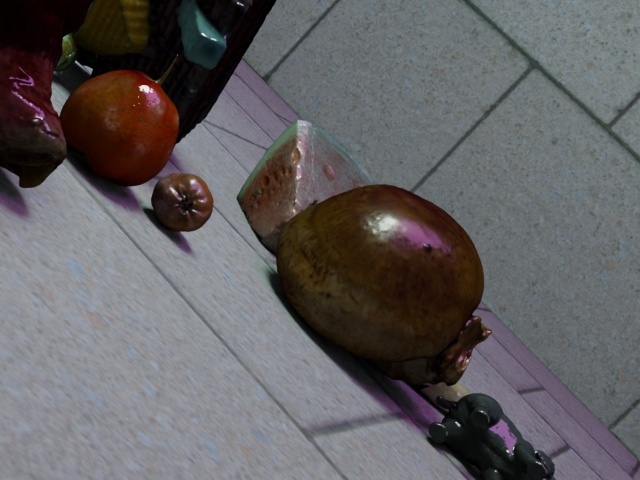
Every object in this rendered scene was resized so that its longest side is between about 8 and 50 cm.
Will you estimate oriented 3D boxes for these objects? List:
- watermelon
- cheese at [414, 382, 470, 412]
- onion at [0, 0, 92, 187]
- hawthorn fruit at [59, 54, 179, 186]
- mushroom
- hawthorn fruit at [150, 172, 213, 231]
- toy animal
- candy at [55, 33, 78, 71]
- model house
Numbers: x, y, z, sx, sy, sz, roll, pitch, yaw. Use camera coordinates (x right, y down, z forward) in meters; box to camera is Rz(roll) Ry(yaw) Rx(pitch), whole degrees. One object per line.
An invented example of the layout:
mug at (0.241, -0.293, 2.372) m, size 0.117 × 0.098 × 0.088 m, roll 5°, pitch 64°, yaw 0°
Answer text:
watermelon at (0.000, 0.000, 1.720) m, size 0.318 × 0.148 × 0.226 m, roll 58°, pitch 27°, yaw 2°
cheese at (0.125, 0.168, 1.654) m, size 0.194 × 0.043 × 0.065 m, roll 39°, pitch 5°, yaw -20°
onion at (-0.293, -0.253, 1.032) m, size 0.398 × 0.398 × 0.420 m, roll -59°, pitch 145°, yaw -81°
hawthorn fruit at (-0.200, -0.119, 1.281) m, size 0.125 × 0.140 × 0.125 m, roll 55°, pitch -20°, yaw 31°
mushroom at (0.095, 0.052, 1.517) m, size 0.283 × 0.195 × 0.263 m, roll 49°, pitch 27°, yaw -15°
hawthorn fruit at (-0.151, -0.045, 1.333) m, size 0.067 × 0.067 × 0.103 m, roll 42°, pitch 5°, yaw -15°
toy animal at (0.240, 0.283, 1.489) m, size 0.269 × 0.082 × 0.137 m, roll 44°, pitch 9°, yaw 5°
candy at (-0.346, -0.255, 1.520) m, size 0.061 × 0.061 × 0.202 m, roll 39°, pitch 2°, yaw -31°
model house at (-0.195, -0.242, 1.498) m, size 0.230 × 0.280 × 0.249 m, roll 19°, pitch 37°, yaw -20°
